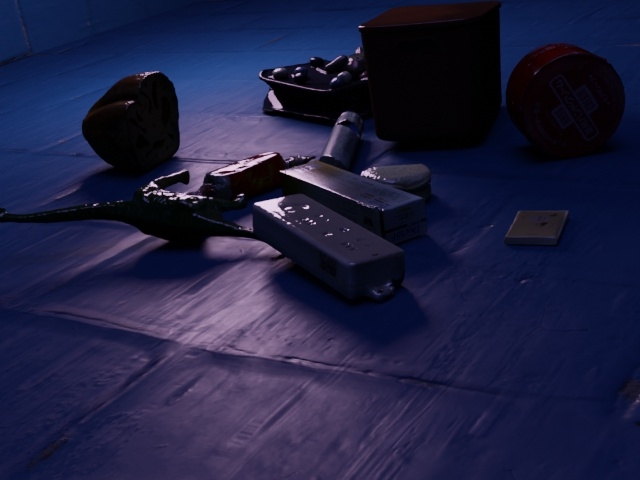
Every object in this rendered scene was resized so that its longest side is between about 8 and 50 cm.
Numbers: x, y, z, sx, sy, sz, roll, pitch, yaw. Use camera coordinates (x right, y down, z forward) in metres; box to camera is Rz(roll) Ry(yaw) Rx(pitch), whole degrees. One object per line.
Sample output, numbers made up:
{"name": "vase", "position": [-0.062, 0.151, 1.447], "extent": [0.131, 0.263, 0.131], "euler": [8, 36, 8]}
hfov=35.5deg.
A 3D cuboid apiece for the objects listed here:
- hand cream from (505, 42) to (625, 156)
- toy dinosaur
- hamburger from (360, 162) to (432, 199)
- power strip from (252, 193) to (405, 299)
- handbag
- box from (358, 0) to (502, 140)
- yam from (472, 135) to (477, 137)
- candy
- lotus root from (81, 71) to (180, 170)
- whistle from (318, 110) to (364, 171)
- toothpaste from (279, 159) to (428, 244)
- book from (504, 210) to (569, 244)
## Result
{"name": "hand cream", "position": [0.434, -0.253, 1.786], "extent": [0.193, 0.193, 0.125], "euler": [-8, 20, 0]}
{"name": "toy dinosaur", "position": [-0.288, -0.031, 1.603], "extent": [0.447, 0.087, 0.301], "euler": [20, 28, 41]}
{"name": "hamburger", "position": [0.129, -0.092, 1.660], "extent": [0.121, 0.054, 0.084], "euler": [3, 25, -3]}
{"name": "power strip", "position": [0.000, 0.000, 1.453], "extent": [0.098, 0.058, 0.338], "euler": [-15, 26, -28]}
{"name": "handbag", "position": [0.039, -0.367, 2.331], "extent": [0.269, 0.118, 0.325], "euler": [-22, 27, -33]}
{"name": "box", "position": [0.237, -0.348, 2.018], "extent": [0.239, 0.229, 0.339], "euler": [-1, 19, 19]}
{"name": "yam", "position": [0.257, -0.207, 1.971], "extent": [0.107, 0.014, 0.014], "euler": [-1, 23, 18]}
{"name": "candy", "position": [-0.133, -0.116, 1.827], "extent": [0.292, 0.059, 0.086], "euler": [-23, 25, -35]}
{"name": "lotus root", "position": [-0.410, -0.253, 2.085], "extent": [0.180, 0.199, 0.188], "euler": [8, 20, 25]}
{"name": "whistle", "position": [0.040, -0.180, 1.921], "extent": [0.062, 0.062, 0.312], "euler": [-4, 22, 11]}
{"name": "toothpaste", "position": [0.047, -0.067, 1.623], "extent": [0.089, 0.071, 0.313], "euler": [-17, 23, -28]}
{"name": "book", "position": [0.321, -0.021, 1.479], "extent": [0.077, 0.014, 0.111], "euler": [2, 24, 23]}
